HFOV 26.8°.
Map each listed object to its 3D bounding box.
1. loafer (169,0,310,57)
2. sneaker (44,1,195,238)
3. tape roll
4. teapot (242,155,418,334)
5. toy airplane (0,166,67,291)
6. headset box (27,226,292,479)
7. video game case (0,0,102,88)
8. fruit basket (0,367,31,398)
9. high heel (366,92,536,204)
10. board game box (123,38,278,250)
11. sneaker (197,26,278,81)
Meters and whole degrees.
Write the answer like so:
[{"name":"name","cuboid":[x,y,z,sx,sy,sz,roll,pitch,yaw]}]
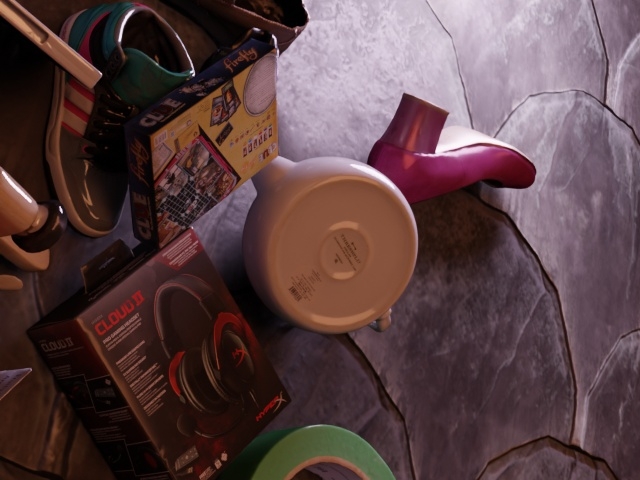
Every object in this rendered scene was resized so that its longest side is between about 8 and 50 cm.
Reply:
[{"name":"loafer","cuboid":[-0.150,-0.379,1.794,0.366,0.130,0.134,32,58,-35]},{"name":"sneaker","cuboid":[-0.233,-0.159,1.616,0.123,0.178,0.296,10,73,-43]},{"name":"tape roll","cuboid":[-0.012,0.405,1.761,0.321,0.077,0.321,14,70,-42]},{"name":"teapot","cuboid":[0.000,0.000,1.816,0.252,0.187,0.256,4,101,-23]},{"name":"toy airplane","cuboid":[-0.438,-0.095,1.372,0.386,0.272,0.384,57,8,-6]},{"name":"headset box","cuboid":[-0.196,0.140,1.621,0.218,0.110,0.293,-41,108,-43]},{"name":"video game case","cuboid":[-0.382,-0.283,1.500,0.285,0.204,0.025,41,87,-31]},{"name":"fruit basket","cuboid":[-0.465,0.204,1.161,0.327,0.353,0.165,-46,113,-41]},{"name":"high heel","cuboid":[0.204,-0.096,2.124,0.377,0.127,0.181,21,94,-45]},{"name":"board game box","cuboid":[-0.139,-0.119,1.621,0.243,0.042,0.165,-41,144,-42]},{"name":"sneaker","cuboid":[-0.144,-0.185,1.734,0.107,0.124,0.283,24,43,12]}]
